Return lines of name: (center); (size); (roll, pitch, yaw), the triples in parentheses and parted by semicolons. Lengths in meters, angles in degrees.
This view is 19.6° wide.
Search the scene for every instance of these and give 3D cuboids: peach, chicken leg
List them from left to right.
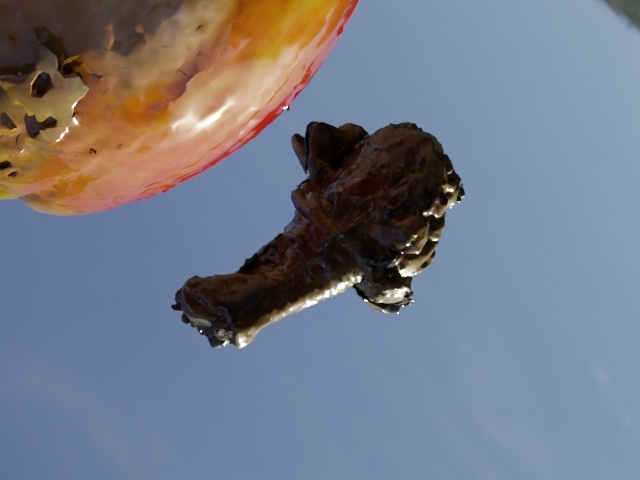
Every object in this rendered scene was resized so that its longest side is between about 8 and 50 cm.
peach: (-0.115, -0.203, 0.928); (0.289, 0.373, 0.373); (23, -154, -20)
chicken leg: (0.007, 0.004, 1.149); (0.125, 0.196, 0.080); (29, 155, 11)
